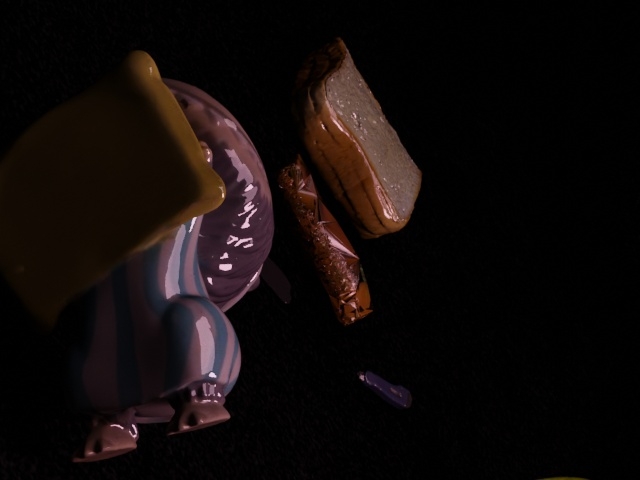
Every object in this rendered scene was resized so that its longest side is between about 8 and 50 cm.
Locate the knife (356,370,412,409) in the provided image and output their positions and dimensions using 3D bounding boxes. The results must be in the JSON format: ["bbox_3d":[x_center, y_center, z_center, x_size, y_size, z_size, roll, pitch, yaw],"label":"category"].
[{"bbox_3d":[0.085,0.195,2.338,0.121,0.018,0.031,37,42,-48],"label":"knife"}]

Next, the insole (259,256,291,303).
[{"bbox_3d":[-0.087,0.014,2.156,0.188,0.004,0.064,48,29,-36],"label":"insole"}]

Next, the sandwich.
[{"bbox_3d":[0.052,-0.144,2.521,0.251,0.087,0.226,58,24,-17],"label":"sandwich"}]

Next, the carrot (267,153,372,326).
[{"bbox_3d":[-0.001,0.000,2.296,0.228,0.069,0.069,64,22,-2],"label":"carrot"}]

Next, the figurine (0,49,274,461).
[{"bbox_3d":[-0.122,0.032,1.741,0.378,0.266,0.361,16,59,-61],"label":"figurine"}]

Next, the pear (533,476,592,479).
[{"bbox_3d":[0.306,0.427,2.292,0.238,0.255,0.164,50,25,-44],"label":"pear"}]
